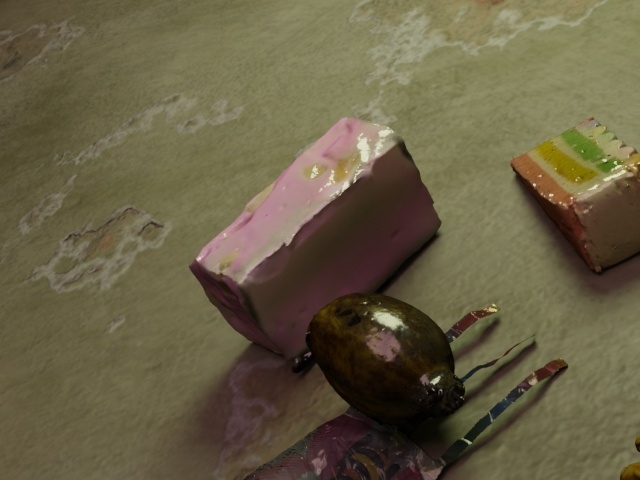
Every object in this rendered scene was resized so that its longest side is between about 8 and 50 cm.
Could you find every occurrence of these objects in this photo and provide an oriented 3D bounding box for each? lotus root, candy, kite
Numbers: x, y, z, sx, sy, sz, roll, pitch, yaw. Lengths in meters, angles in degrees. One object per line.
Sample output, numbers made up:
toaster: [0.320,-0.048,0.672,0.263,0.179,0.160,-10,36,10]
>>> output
lotus root: [0.065,0.113,1.123,0.120,0.120,0.209,-46,40,-17]
candy: [0.000,0.000,1.299,0.265,0.155,0.116,-44,36,-15]
kite: [0.069,0.199,1.141,0.360,0.022,0.204,-40,38,-9]

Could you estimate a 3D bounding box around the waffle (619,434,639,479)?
waffle: [0.307,0.182,0.857,0.260,0.069,0.293,-43,11,34]

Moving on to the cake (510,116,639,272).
cake: [0.281,-0.074,1.240,0.109,0.090,0.225,-32,36,6]
